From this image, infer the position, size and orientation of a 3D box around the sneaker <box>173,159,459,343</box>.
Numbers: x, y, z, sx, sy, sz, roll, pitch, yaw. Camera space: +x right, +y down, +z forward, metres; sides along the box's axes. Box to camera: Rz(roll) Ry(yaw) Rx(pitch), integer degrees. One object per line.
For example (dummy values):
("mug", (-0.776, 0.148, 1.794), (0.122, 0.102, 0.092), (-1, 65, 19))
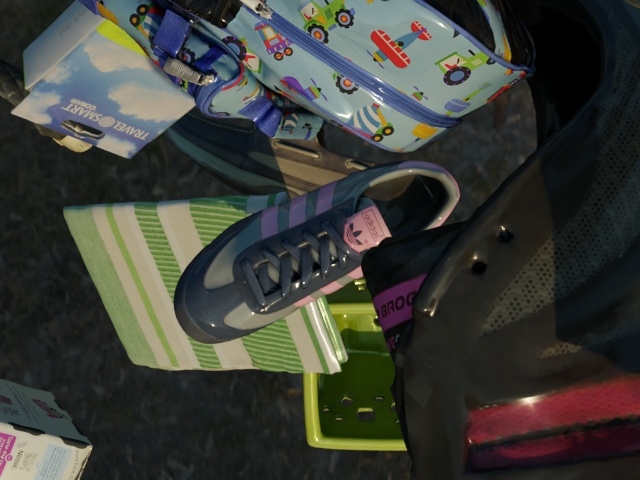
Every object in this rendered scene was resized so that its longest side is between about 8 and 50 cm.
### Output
("sneaker", (0.000, 0.000, 1.259), (0.319, 0.131, 0.112), (-32, 98, -23))

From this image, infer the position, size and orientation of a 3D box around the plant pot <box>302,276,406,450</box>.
("plant pot", (0.092, 0.139, 1.726), (0.228, 0.227, 0.207), (0, 25, 1))

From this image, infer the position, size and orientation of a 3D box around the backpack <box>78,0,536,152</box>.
("backpack", (0.001, -0.099, 0.539), (0.173, 0.158, 0.117), (40, 106, 12))

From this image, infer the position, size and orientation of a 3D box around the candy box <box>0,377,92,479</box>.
("candy box", (-0.361, 0.177, 1.228), (0.233, 0.159, 0.071), (21, 94, -30))

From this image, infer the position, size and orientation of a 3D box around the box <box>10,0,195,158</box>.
("box", (-0.112, -0.130, 0.823), (0.178, 0.109, 0.042), (-34, 53, 31))

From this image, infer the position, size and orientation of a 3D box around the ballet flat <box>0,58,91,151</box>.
("ballet flat", (-0.253, -0.116, 0.964), (0.173, 0.057, 0.049), (33, 85, -16))

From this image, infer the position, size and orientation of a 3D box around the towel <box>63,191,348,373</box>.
("towel", (-0.140, 0.055, 1.505), (0.324, 0.248, 0.038), (-3, 30, 33))

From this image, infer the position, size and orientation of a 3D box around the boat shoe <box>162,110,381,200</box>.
("boat shoe", (-0.036, -0.103, 1.617), (0.355, 0.132, 0.130), (26, 87, 5))

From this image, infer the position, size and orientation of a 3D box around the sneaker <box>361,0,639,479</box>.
("sneaker", (0.101, 0.083, 0.551), (0.202, 0.185, 0.483), (17, 68, -2))

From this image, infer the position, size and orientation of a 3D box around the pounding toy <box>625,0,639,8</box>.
("pounding toy", (0.180, -0.130, 0.403), (0.182, 0.110, 0.237), (-3, 23, -20))
